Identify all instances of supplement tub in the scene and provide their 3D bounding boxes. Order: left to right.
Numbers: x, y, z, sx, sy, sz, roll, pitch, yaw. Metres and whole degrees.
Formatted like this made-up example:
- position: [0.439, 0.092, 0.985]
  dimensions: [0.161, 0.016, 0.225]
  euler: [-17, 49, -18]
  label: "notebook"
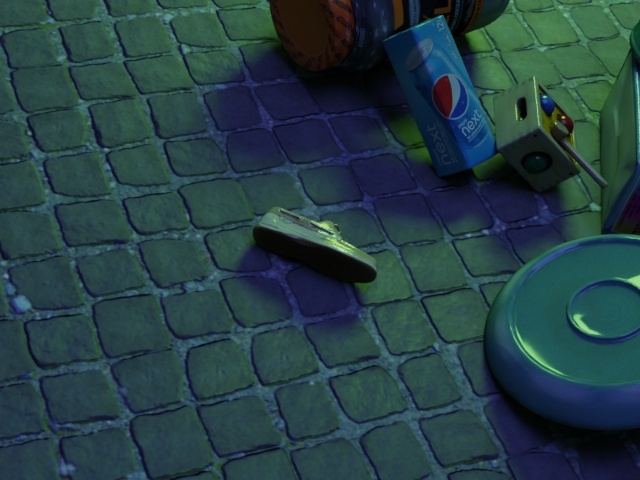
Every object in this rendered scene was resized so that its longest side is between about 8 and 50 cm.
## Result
- position: [0.105, -0.376, 1.899]
  dimensions: [0.338, 0.207, 0.207]
  euler: [-24, 60, -30]
  label: "supplement tub"

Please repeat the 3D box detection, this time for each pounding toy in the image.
- position: [0.323, -0.139, 1.803]
  dimensions: [0.130, 0.100, 0.141]
  euler: [39, 37, -35]
  label: "pounding toy"

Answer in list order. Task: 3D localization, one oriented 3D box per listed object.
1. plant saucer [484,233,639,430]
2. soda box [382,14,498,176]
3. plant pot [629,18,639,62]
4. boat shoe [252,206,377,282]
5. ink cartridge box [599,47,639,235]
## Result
- position: [0.358, 0.096, 1.586]
  dimensions: [0.318, 0.043, 0.317]
  euler: [-10, 42, 9]
  label: "plant saucer"
- position: [0.168, -0.201, 1.785]
  dimensions: [0.067, 0.071, 0.210]
  euler: [-29, 99, -33]
  label: "soda box"
- position: [0.609, -0.349, 1.788]
  dimensions: [0.272, 0.255, 0.271]
  euler: [11, 37, -8]
  label: "plant pot"
- position: [0.000, 0.000, 1.646]
  dimensions: [0.170, 0.063, 0.059]
  euler: [22, 54, 6]
  label: "boat shoe"
- position: [0.615, -0.105, 1.845]
  dimensions: [0.395, 0.151, 0.270]
  euler: [14, 48, -5]
  label: "ink cartridge box"
